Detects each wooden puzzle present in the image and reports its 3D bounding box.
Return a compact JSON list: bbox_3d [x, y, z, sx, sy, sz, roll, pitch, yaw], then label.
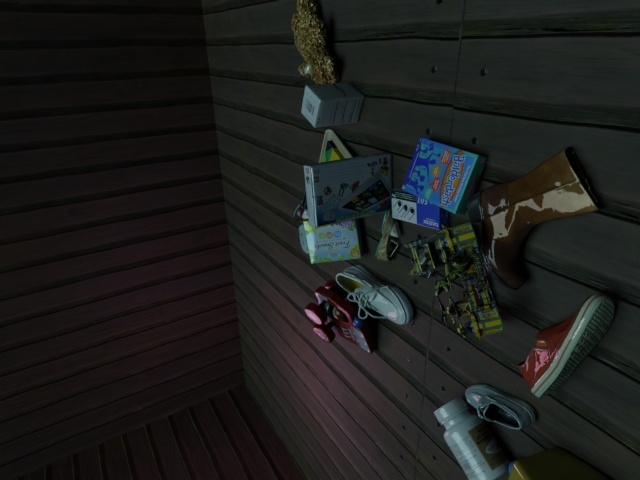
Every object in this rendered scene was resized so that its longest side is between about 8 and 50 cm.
[{"bbox_3d":[0.056,-0.278,1.673,0.239,0.044,0.221,57,147,38],"label":"wooden puzzle"}]

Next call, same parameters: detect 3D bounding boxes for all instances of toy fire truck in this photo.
[{"bbox_3d":[0.094,0.314,1.745,0.253,0.169,0.302,20,145,38],"label":"toy fire truck"}]

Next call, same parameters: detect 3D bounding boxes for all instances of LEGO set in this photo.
[{"bbox_3d":[0.331,0.106,1.138,0.255,0.192,0.332,-51,-57,-72],"label":"LEGO set"}]

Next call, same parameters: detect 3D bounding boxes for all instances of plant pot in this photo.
[{"bbox_3d":[0.575,0.641,1.051,0.187,0.212,0.213,-127,33,-57],"label":"plant pot"}]

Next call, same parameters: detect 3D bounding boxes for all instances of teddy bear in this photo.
[{"bbox_3d":[-0.039,-0.712,1.579,0.245,0.113,0.339,-1,102,63],"label":"teddy bear"}]

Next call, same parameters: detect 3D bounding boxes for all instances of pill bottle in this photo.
[{"bbox_3d":[0.451,0.601,1.309,0.229,0.131,0.131,59,148,28],"label":"pill bottle"}]

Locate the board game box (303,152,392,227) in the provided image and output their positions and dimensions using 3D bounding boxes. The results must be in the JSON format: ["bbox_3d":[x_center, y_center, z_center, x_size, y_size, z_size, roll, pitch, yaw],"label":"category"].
[{"bbox_3d":[0.097,-0.166,1.391,0.053,0.305,0.193,27,125,57],"label":"board game box"}]

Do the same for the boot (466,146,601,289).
[{"bbox_3d":[0.501,-0.036,0.995,0.280,0.096,0.264,-29,71,54],"label":"boot"}]

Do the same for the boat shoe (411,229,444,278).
[{"bbox_3d":[0.352,0.045,1.317,0.064,0.075,0.206,26,135,-2],"label":"boat shoe"}]

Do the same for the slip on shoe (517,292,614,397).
[{"bbox_3d":[0.545,0.234,0.987,0.101,0.122,0.332,55,151,40],"label":"slip on shoe"}]

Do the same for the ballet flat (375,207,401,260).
[{"bbox_3d":[0.241,-0.014,1.478,0.067,0.073,0.206,23,131,23],"label":"ballet flat"}]

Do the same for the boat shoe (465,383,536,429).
[{"bbox_3d":[0.489,0.472,1.229,0.227,0.081,0.080,-3,101,61],"label":"boat shoe"}]

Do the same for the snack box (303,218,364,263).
[{"bbox_3d":[0.052,-0.009,1.678,0.206,0.070,0.175,-6,99,20],"label":"snack box"}]

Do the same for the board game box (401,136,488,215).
[{"bbox_3d":[0.332,-0.180,1.186,0.210,0.047,0.160,36,114,49],"label":"board game box"}]

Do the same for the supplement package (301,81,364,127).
[{"bbox_3d":[0.041,-0.465,1.479,0.105,0.179,0.105,54,145,34],"label":"supplement package"}]

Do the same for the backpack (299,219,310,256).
[{"bbox_3d":[0.000,0.000,1.824,0.165,0.144,0.189,0,106,55],"label":"backpack"}]

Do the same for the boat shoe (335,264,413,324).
[{"bbox_3d":[0.172,0.205,1.593,0.367,0.156,0.136,40,136,48],"label":"boat shoe"}]

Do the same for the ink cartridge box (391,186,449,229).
[{"bbox_3d":[0.302,-0.102,1.326,0.207,0.046,0.097,23,124,55],"label":"ink cartridge box"}]

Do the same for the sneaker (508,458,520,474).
[{"bbox_3d":[0.578,0.728,1.195,0.090,0.081,0.232,-48,62,49],"label":"sneaker"}]

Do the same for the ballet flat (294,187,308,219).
[{"bbox_3d":[-0.045,-0.154,1.884,0.096,0.095,0.281,50,145,18],"label":"ballet flat"}]
